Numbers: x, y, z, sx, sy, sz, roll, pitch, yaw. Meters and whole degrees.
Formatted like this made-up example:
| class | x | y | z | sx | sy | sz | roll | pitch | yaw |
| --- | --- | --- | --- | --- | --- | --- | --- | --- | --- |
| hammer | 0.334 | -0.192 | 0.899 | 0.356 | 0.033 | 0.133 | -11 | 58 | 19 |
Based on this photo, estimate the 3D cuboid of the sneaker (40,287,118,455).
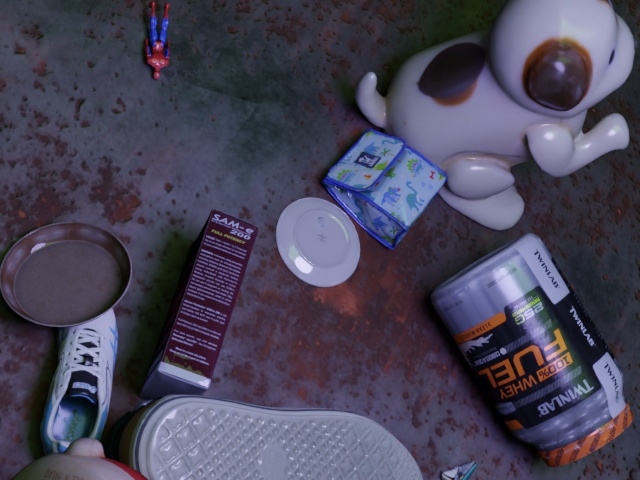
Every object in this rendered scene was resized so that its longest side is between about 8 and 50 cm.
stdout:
| class | x | y | z | sx | sy | sz | roll | pitch | yaw |
| --- | --- | --- | --- | --- | --- | --- | --- | --- | --- |
| sneaker | -0.297 | 0.168 | 1.500 | 0.085 | 0.086 | 0.237 | 15 | 63 | -22 |

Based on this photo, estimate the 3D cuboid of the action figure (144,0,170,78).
| class | x | y | z | sx | sy | sz | roll | pitch | yaw |
| --- | --- | --- | --- | --- | --- | --- | --- | --- | --- |
| action figure | -0.239 | -0.292 | 1.743 | 0.038 | 0.030 | 0.115 | 6 | 73 | -21 |

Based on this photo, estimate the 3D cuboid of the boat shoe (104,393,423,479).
| class | x | y | z | sx | sy | sz | roll | pitch | yaw |
| --- | --- | --- | --- | --- | --- | --- | --- | --- | --- |
| boat shoe | -0.058 | 0.300 | 1.541 | 0.500 | 0.156 | 0.187 | 20 | 73 | -38 |

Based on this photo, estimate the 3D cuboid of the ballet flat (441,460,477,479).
| class | x | y | z | sx | sy | sz | roll | pitch | yaw |
| --- | --- | --- | --- | --- | --- | --- | --- | --- | --- |
| ballet flat | 0.188 | 0.357 | 1.723 | 0.041 | 0.041 | 0.114 | 43 | 56 | -8 |

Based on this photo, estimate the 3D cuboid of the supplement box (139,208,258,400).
| class | x | y | z | sx | sy | sz | roll | pitch | yaw |
| --- | --- | --- | --- | --- | --- | --- | --- | --- | --- |
| supplement box | -0.160 | 0.094 | 1.573 | 0.073 | 0.130 | 0.239 | 21 | 63 | -10 |

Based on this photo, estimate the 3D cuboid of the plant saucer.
| class | x | y | z | sx | sy | sz | roll | pitch | yaw |
| --- | --- | --- | --- | --- | --- | --- | --- | --- | --- |
| plant saucer | -0.326 | 0.048 | 1.528 | 0.168 | 0.029 | 0.168 | 1 | 51 | -2 |

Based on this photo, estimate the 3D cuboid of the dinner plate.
| class | x | y | z | sx | sy | sz | roll | pitch | yaw |
| --- | --- | --- | --- | --- | --- | --- | --- | --- | --- |
| dinner plate | 0.000 | 0.000 | 1.770 | 0.141 | 0.017 | 0.141 | 11 | 65 | -25 |

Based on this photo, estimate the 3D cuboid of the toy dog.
| class | x | y | z | sx | sy | sz | roll | pitch | yaw |
| --- | --- | --- | --- | --- | --- | --- | --- | --- | --- |
| toy dog | 0.293 | -0.254 | 1.792 | 0.395 | 0.408 | 0.285 | 24 | 61 | -19 |

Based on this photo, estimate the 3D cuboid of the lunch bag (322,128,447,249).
| class | x | y | z | sx | sy | sz | roll | pitch | yaw |
| --- | --- | --- | --- | --- | --- | --- | --- | --- | --- |
| lunch bag | 0.096 | -0.087 | 1.815 | 0.151 | 0.096 | 0.129 | 38 | 61 | 6 |

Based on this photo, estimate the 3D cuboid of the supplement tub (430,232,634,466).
| class | x | y | z | sx | sy | sz | roll | pitch | yaw |
| --- | --- | --- | --- | --- | --- | --- | --- | --- | --- |
| supplement tub | 0.321 | 0.165 | 1.776 | 0.193 | 0.193 | 0.316 | -31 | 87 | -34 |

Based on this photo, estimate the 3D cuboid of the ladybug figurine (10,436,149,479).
| class | x | y | z | sx | sy | sz | roll | pitch | yaw |
| --- | --- | --- | --- | --- | --- | --- | --- | --- | --- |
| ladybug figurine | -0.243 | 0.436 | 1.303 | 0.162 | 0.305 | 0.449 | -6 | 101 | -58 |
